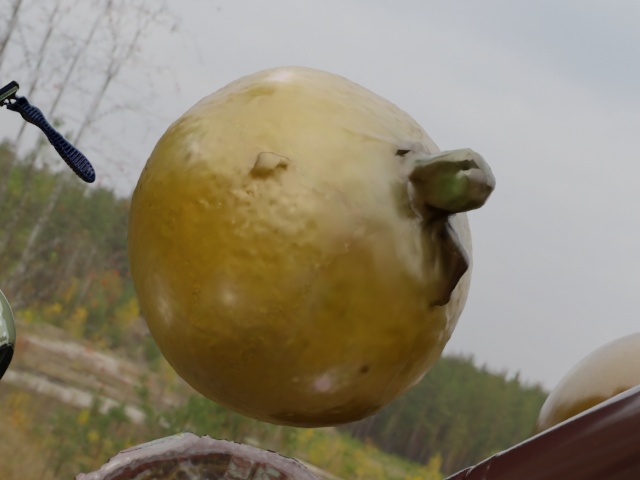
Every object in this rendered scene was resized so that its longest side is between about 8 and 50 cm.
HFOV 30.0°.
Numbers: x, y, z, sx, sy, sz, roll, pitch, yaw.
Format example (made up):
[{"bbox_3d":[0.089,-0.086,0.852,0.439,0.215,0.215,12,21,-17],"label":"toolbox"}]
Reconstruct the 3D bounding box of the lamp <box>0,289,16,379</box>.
[{"bbox_3d":[-0.238,0.028,0.622,0.163,0.091,0.091,34,-2,10],"label":"lamp"}]

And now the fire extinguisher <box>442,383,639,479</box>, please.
[{"bbox_3d":[0.219,0.129,0.699,0.114,0.337,0.135,53,37,-3],"label":"fire extinguisher"}]

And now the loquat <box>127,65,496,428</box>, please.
[{"bbox_3d":[0.000,0.000,1.059,0.328,0.328,0.359,27,-36,-38],"label":"loquat"}]

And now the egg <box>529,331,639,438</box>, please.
[{"bbox_3d":[0.321,0.223,1.059,0.283,0.282,0.351,23,26,3],"label":"egg"}]

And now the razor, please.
[{"bbox_3d":[-0.299,-0.119,1.314,0.154,0.044,0.028,47,19,-37],"label":"razor"}]

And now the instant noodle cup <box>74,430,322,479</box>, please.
[{"bbox_3d":[-0.093,0.281,0.863,0.274,0.274,0.091,24,-20,-7],"label":"instant noodle cup"}]
